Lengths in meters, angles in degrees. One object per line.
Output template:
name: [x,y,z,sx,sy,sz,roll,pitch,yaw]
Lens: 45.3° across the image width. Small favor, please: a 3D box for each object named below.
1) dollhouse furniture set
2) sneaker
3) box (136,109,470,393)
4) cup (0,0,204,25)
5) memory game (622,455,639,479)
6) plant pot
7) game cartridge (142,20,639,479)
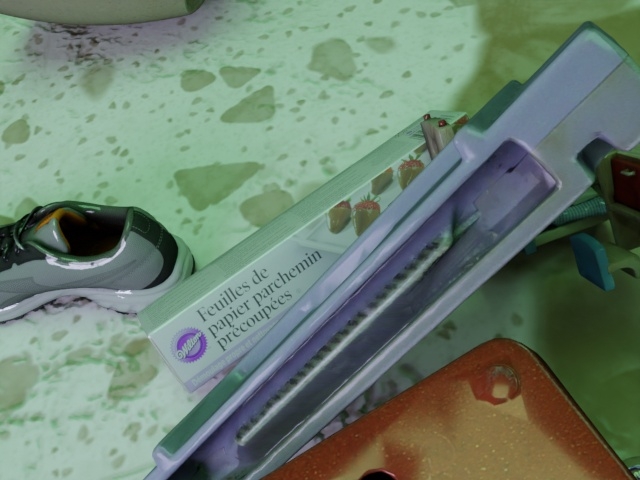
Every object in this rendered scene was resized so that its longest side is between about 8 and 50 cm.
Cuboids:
dollhouse furniture set: [0.168,-0.044,0.554,0.129,0.129,0.184,-20,14,0]
sneaker: [-0.255,0.009,0.694,0.271,0.108,0.100,-5,56,12]
box: [0.000,0.000,0.649,0.324,0.063,0.067,-36,20,-13]
cup: [-0.232,-0.380,0.872,0.237,0.331,0.331,22,60,-2]
memory game: [0.230,0.221,0.473,0.186,0.012,0.186,-7,53,10]
plant pot: [0.076,0.205,0.374,0.267,0.236,0.267,-31,53,-3]
game cartridge: [0.037,0.021,0.451,0.068,0.230,0.355,42,114,-1]
